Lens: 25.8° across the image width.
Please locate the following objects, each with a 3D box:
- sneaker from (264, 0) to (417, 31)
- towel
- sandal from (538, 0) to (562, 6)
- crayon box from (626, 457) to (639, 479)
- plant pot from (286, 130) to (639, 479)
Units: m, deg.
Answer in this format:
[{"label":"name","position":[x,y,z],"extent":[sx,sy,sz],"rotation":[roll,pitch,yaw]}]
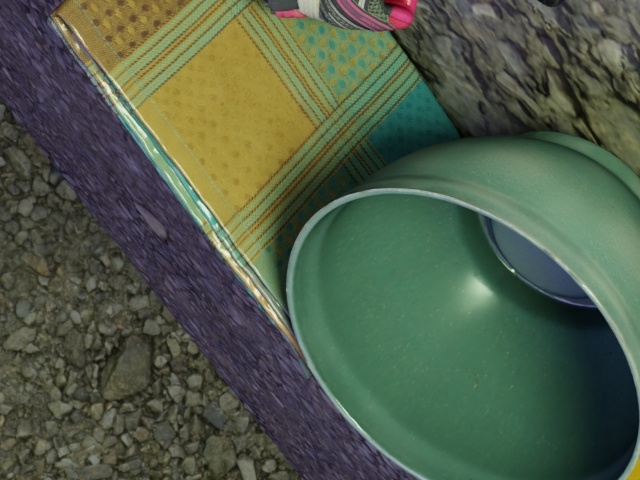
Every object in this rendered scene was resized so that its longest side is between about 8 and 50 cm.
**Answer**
[{"label":"sneaker","position":[0.026,-0.261,0.990],"extent":[0.112,0.120,0.299],"rotation":[16,156,8]},{"label":"towel","position":[-0.024,-0.104,1.168],"extent":[0.370,0.271,0.040],"rotation":[54,147,-14]},{"label":"sandal","position":[0.141,-0.213,0.909],"extent":[0.067,0.040,0.179],"rotation":[48,179,22]},{"label":"crayon box","position":[0.224,0.146,1.411],"extent":[0.203,0.083,0.323],"rotation":[32,156,47]},{"label":"plant pot","position":[0.149,0.036,1.072],"extent":[0.293,0.196,0.293],"rotation":[23,135,25]}]
